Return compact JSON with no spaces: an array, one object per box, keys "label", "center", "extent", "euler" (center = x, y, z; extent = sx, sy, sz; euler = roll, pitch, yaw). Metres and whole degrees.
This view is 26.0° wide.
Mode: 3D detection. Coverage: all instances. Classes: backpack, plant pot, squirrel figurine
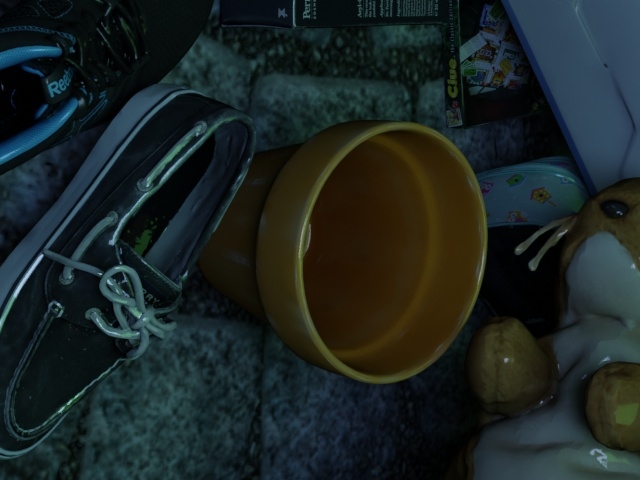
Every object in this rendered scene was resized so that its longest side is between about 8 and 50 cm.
[{"label":"backpack","center":[0.217,-0.001,1.349],"extent":[0.188,0.166,0.144],"euler":[35,59,-38]},{"label":"plant pot","center":[0.000,0.000,1.137],"extent":[0.205,0.188,0.205],"euler":[-7,101,-40]},{"label":"squirrel figurine","center":[0.261,0.149,1.174],"extent":[0.397,0.281,0.370],"euler":[36,65,-45]}]

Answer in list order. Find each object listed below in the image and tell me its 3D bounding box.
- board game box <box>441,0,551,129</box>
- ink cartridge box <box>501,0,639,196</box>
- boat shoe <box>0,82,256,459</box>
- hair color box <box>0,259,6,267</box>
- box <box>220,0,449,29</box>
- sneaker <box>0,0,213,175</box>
[{"label":"board game box","center":[0.222,-0.197,1.412],"extent":[0.260,0.030,0.136],"euler":[-14,104,-39]},{"label":"ink cartridge box","center":[0.376,-0.199,1.373],"extent":[0.395,0.151,0.270],"euler":[-21,86,-46]},{"label":"boat shoe","center":[-0.146,0.030,0.997],"extent":[0.306,0.105,0.113],"euler":[-55,136,-13]},{"label":"hair color box","center":[-0.205,0.043,1.059],"extent":[0.141,0.043,0.072],"euler":[-21,112,-37]},{"label":"box","center":[0.013,-0.310,1.157],"extent":[0.184,0.103,0.261],"euler":[-10,104,-44]},{"label":"sneaker","center":[-0.185,-0.118,0.987],"extent":[0.341,0.140,0.125],"euler":[-39,119,-32]}]
